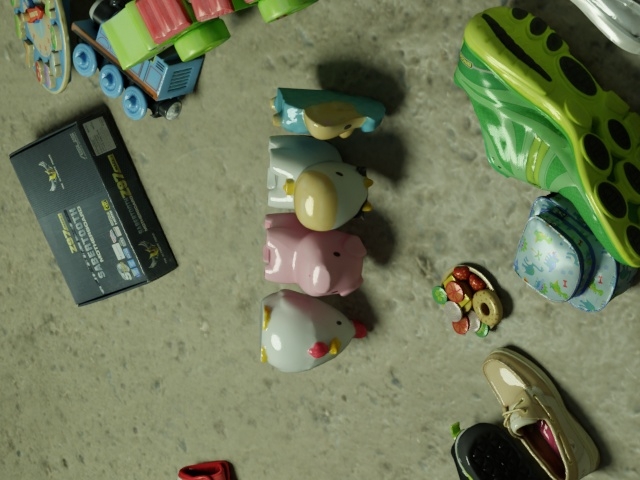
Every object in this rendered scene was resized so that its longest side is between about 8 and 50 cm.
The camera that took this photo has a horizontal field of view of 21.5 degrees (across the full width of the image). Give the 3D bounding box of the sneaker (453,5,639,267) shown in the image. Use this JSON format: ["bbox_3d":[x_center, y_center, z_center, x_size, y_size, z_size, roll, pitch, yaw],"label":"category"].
[{"bbox_3d":[0.237,-0.095,1.640,0.295,0.109,0.123,56,149,17],"label":"sneaker"}]

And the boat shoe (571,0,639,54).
[{"bbox_3d":[0.251,-0.253,1.561,0.184,0.066,0.063,49,128,16],"label":"boat shoe"}]

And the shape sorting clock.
[{"bbox_3d":[-0.363,-0.288,2.150,0.206,0.040,0.206,38,134,54],"label":"shape sorting clock"}]

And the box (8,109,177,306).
[{"bbox_3d":[-0.306,-0.039,2.242,0.183,0.059,0.233,-17,98,50],"label":"box"}]

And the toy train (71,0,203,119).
[{"bbox_3d":[-0.228,-0.225,2.057,0.184,0.080,0.105,41,125,26],"label":"toy train"}]

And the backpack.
[{"bbox_3d":[0.254,0.015,1.681,0.114,0.084,0.105,35,134,24],"label":"backpack"}]

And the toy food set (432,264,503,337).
[{"bbox_3d":[0.162,0.067,1.849,0.083,0.020,0.082,53,138,11],"label":"toy food set"}]

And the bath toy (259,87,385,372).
[{"bbox_3d":[0.000,0.000,1.911,0.151,0.129,0.348,-98,11,-61],"label":"bath toy"}]

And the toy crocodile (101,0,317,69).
[{"bbox_3d":[-0.116,-0.278,1.863,0.340,0.105,0.115,-19,96,34],"label":"toy crocodile"}]

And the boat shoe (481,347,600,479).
[{"bbox_3d":[0.229,0.190,1.816,0.170,0.059,0.063,49,137,15],"label":"boat shoe"}]

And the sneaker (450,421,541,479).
[{"bbox_3d":[0.220,0.303,1.891,0.235,0.084,0.097,62,163,2],"label":"sneaker"}]

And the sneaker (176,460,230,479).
[{"bbox_3d":[-0.127,0.381,2.261,0.221,0.087,0.128,29,130,31],"label":"sneaker"}]
